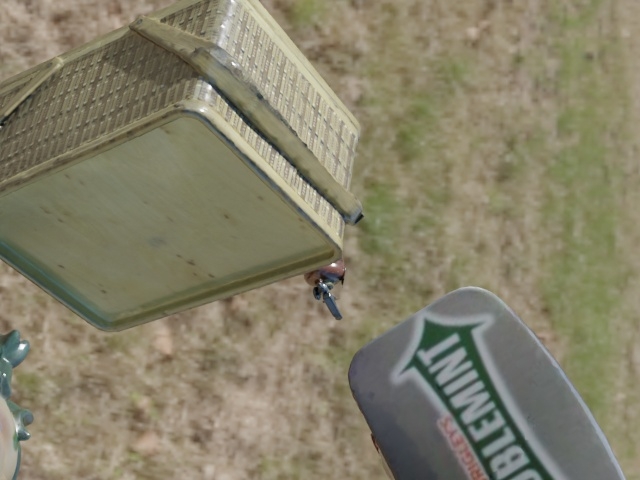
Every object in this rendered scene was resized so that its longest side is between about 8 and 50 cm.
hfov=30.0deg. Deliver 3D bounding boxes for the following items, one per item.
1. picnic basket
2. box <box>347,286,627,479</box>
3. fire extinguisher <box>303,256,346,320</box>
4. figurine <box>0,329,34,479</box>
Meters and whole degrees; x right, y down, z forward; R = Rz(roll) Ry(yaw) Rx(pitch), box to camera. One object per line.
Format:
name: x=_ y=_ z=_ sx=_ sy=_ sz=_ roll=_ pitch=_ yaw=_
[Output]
picnic basket: x=-0.072 y=-0.032 z=0.541 sx=0.115 sy=0.164 sz=0.079 roll=46 pitch=40 yaw=-39
box: x=0.092 y=0.118 z=0.466 sx=0.120 sy=0.069 sz=0.224 roll=61 pitch=5 yaw=38
fire extinguisher: x=0.000 y=0.000 z=1.329 sx=0.062 sy=0.050 sz=0.177 roll=47 pitch=31 yaw=-60
figurine: x=-0.267 y=0.169 z=0.753 sx=0.261 sy=0.186 sz=0.382 roll=-62 pitch=-162 yaw=11
